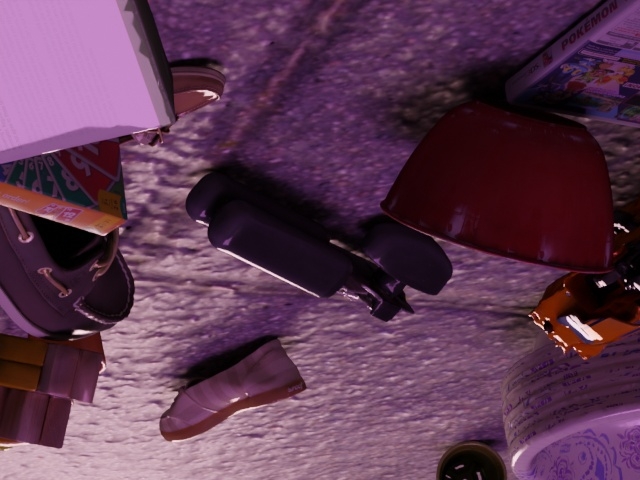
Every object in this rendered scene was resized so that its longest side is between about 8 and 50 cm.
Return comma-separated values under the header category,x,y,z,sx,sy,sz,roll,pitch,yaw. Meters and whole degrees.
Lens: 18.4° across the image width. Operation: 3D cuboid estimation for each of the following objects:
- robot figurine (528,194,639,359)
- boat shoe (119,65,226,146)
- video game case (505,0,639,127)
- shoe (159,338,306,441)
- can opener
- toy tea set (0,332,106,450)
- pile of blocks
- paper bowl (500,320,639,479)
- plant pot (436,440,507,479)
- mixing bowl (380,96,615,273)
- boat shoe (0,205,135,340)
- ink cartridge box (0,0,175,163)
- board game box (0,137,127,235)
category,x,y,z,sx,sy,sz,roll,pitch,yaw
robot figurine,0.289,-0.004,1.558,0.085,0.211,0.291,47,153,-4
boat shoe,-0.129,-0.089,1.420,0.135,0.045,0.050,-15,155,23
video game case,0.267,-0.132,1.435,0.201,0.023,0.183,7,154,-29
shoe,-0.096,0.152,1.993,0.076,0.058,0.219,-27,-179,-44
can opener,0.000,0.000,1.651,0.280,0.074,0.093,21,111,-49
toy tea set,-0.318,0.164,1.871,0.200,0.124,0.336,4,155,-21
pile of blocks,-0.358,0.115,1.621,0.362,0.112,0.149,8,172,23
paper bowl,0.317,0.141,1.925,0.284,0.148,0.284,-4,157,-2
plant pot,0.174,0.282,2.330,0.083,0.083,0.079,-4,169,-4
mixing bowl,0.144,-0.049,1.467,0.181,0.098,0.181,14,-170,-3
boat shoe,-0.211,-0.003,1.526,0.091,0.109,0.305,-8,154,19
ink cartridge box,-0.219,-0.116,1.161,0.235,0.056,0.171,-13,133,4
board game box,-0.238,-0.091,1.290,0.259,0.124,0.039,16,144,-41
